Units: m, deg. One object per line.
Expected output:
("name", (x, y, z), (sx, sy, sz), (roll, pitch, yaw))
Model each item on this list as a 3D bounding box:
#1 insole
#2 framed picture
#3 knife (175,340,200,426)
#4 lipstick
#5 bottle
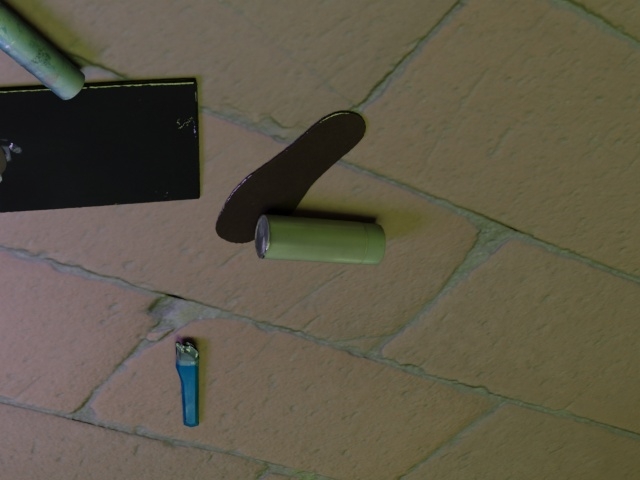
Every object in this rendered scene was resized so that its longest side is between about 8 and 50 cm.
("insole", (-0.052, -0.094, 1.763), (0.111, 0.007, 0.328), (24, 129, -35))
("framed picture", (-0.338, -0.133, 1.651), (0.324, 0.013, 0.244), (-3, 139, -8))
("knife", (-0.248, 0.271, 2.131), (0.044, 0.026, 0.296), (-1, 142, -7))
("lipstick", (-0.376, -0.246, 1.483), (0.048, 0.048, 0.158), (-28, 137, 20))
("bottle", (0.000, 0.000, 1.826), (0.202, 0.072, 0.072), (4, 137, -22))
